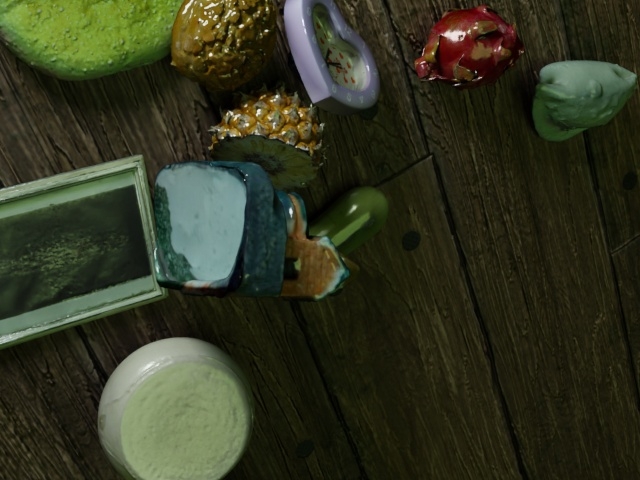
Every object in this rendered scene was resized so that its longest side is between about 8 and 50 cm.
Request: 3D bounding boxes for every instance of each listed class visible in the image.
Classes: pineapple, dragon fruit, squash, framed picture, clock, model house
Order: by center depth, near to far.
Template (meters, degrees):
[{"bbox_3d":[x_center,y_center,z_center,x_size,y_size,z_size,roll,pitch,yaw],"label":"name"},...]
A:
[{"bbox_3d":[-0.362,0.022,1.364,0.293,0.018,0.231,-17,117,-22],"label":"framed picture"},{"bbox_3d":[-0.063,0.002,1.384,0.291,0.253,0.184,11,82,-36],"label":"model house"},{"bbox_3d":[-0.067,-0.166,1.395,0.176,0.162,0.136,39,52,-48],"label":"pineapple"},{"bbox_3d":[0.005,-0.250,1.399,0.198,0.064,0.172,46,40,-34],"label":"clock"},{"bbox_3d":[0.221,-0.293,1.507,0.166,0.136,0.133,-19,87,7],"label":"dragon fruit"},{"bbox_3d":[0.000,0.000,1.525,0.250,0.083,0.083,-34,122,-10],"label":"squash"}]

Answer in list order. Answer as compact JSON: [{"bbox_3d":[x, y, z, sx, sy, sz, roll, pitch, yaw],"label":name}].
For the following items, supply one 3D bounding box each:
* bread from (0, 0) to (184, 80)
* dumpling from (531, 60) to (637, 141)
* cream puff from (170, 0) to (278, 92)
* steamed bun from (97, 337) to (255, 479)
[{"bbox_3d":[-0.284,-0.347,1.248,0.302,0.045,0.301,-11,112,-27],"label":"bread"},{"bbox_3d":[0.430,-0.226,1.656,0.217,0.105,0.149,-3,110,-29],"label":"dumpling"},{"bbox_3d":[-0.120,-0.271,1.308,0.150,0.115,0.165,-35,147,-42],"label":"cream puff"},{"bbox_3d":[-0.216,0.252,1.458,0.232,0.145,0.231,-3,97,-23],"label":"steamed bun"}]
